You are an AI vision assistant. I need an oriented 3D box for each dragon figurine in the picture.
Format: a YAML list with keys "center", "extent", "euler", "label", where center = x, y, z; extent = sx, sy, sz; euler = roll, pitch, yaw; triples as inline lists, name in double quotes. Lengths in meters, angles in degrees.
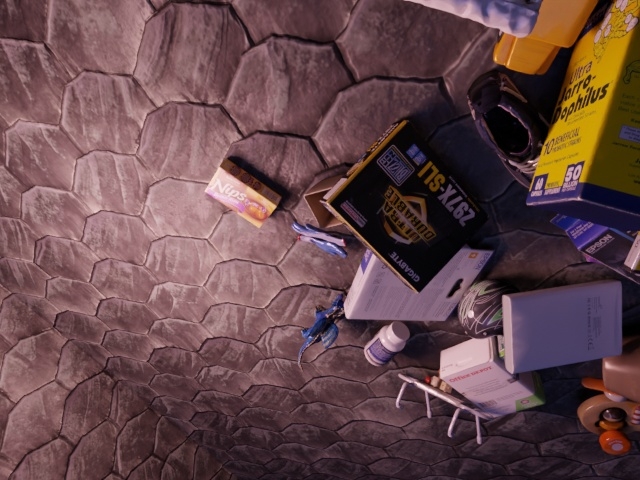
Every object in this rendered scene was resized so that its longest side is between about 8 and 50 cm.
- center: [0.003, 0.293, 1.367]
  extent: [0.085, 0.289, 0.144]
  euler: [37, 168, -11]
  label: "dragon figurine"

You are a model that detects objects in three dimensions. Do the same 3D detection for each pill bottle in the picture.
- center: [0.225, 0.343, 1.408]
  extent: [0.094, 0.094, 0.169]
  euler: [27, 132, -5]
  label: "pill bottle"

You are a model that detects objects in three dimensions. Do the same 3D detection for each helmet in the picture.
- center: [0.464, 0.190, 1.157]
  extent: [0.162, 0.169, 0.169]
  euler: [11, 134, -18]
  label: "helmet"

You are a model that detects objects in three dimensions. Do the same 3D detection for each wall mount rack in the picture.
- center: [0.429, 0.595, 1.470]
  extent: [0.350, 0.130, 0.304]
  euler: [15, 169, 44]
  label: "wall mount rack"

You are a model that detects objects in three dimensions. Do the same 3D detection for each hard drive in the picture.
- center: [0.624, 0.219, 1.084]
  extent: [0.308, 0.040, 0.202]
  euler: [-7, 98, -7]
  label: "hard drive"

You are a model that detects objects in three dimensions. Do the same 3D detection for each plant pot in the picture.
- center: [0.904, 0.347, 1.130]
  extent: [0.230, 0.263, 0.262]
  euler: [0, 131, 42]
  label: "plant pot"
- center: [0.038, -0.111, 1.085]
  extent: [0.109, 0.096, 0.108]
  euler: [-12, 124, 27]
  label: "plant pot"

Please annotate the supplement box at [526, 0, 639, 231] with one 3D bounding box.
- center: [0.513, -0.206, 0.679]
  extent: [0.196, 0.194, 0.355]
  euler: [16, 93, 4]
  label: "supplement box"

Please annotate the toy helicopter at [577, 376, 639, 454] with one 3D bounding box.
- center: [0.987, 0.500, 1.308]
  extent: [0.355, 0.140, 0.234]
  euler: [-31, 106, 23]
  label: "toy helicopter"

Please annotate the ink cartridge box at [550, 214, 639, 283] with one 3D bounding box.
- center: [0.708, -0.001, 0.934]
  extent: [0.333, 0.065, 0.165]
  euler: [27, 132, -5]
  label: "ink cartridge box"

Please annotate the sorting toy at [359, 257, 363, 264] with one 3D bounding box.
- center: [0.160, 0.075, 1.228]
  extent: [0.042, 0.061, 0.102]
  euler: [-27, 140, 33]
  label: "sorting toy"

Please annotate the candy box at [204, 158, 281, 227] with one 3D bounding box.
- center: [-0.216, -0.130, 1.178]
  extent: [0.187, 0.053, 0.109]
  euler: [34, 130, -14]
  label: "candy box"

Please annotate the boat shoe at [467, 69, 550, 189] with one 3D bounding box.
- center: [0.423, -0.180, 0.866]
  extent: [0.341, 0.158, 0.127]
  euler: [40, 129, -16]
  label: "boat shoe"

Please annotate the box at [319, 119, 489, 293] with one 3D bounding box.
- center: [0.201, -0.074, 0.984]
  extent: [0.322, 0.079, 0.257]
  euler: [44, 87, -17]
  label: "box"

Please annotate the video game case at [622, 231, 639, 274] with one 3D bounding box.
- center: [0.793, -0.028, 0.840]
  extent: [0.275, 0.035, 0.247]
  euler: [10, 110, -1]
  label: "video game case"

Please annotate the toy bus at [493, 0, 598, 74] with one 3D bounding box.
- center: [0.401, -0.437, 0.677]
  extent: [0.109, 0.130, 0.332]
  euler: [17, 132, 3]
  label: "toy bus"

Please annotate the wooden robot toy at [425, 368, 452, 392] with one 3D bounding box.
- center: [0.418, 0.475, 1.472]
  extent: [0.077, 0.078, 0.173]
  euler: [22, 171, 7]
  label: "wooden robot toy"

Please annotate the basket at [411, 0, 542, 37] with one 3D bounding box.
- center: [0.179, -0.489, 0.582]
  extent: [0.329, 0.331, 0.266]
  euler: [20, 126, 0]
  label: "basket"

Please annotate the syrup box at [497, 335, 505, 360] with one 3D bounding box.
- center: [0.640, 0.278, 1.226]
  extent: [0.096, 0.093, 0.236]
  euler: [32, 131, -9]
  label: "syrup box"

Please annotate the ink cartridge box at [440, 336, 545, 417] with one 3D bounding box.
- center: [0.556, 0.444, 1.376]
  extent: [0.273, 0.114, 0.198]
  euler: [39, 129, -17]
  label: "ink cartridge box"

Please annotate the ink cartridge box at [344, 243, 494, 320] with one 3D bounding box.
- center: [0.264, 0.109, 1.194]
  extent: [0.331, 0.071, 0.323]
  euler: [3, 134, -15]
  label: "ink cartridge box"

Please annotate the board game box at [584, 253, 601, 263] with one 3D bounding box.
- center: [0.770, -0.071, 0.927]
  extent: [0.209, 0.056, 0.346]
  euler: [9, 131, 4]
  label: "board game box"

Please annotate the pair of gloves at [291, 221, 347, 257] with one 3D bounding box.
- center: [0.000, 0.000, 1.176]
  extent: [0.160, 0.023, 0.198]
  euler: [18, 167, 11]
  label: "pair of gloves"
